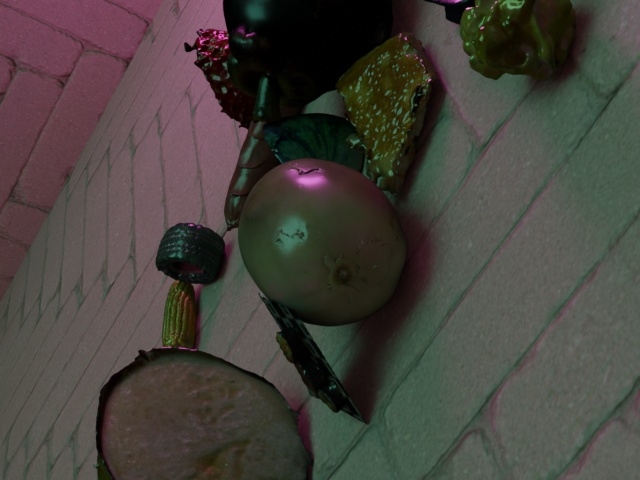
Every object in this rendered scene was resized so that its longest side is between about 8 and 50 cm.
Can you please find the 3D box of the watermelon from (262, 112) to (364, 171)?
[{"bbox_3d":[-0.019,-0.153,1.860,0.128,0.146,0.231,-57,22,20],"label":"watermelon"}]

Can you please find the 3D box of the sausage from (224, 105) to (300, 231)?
[{"bbox_3d":[-0.096,-0.216,2.173,0.088,0.088,0.433,12,79,67],"label":"sausage"}]

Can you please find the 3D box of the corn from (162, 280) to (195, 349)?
[{"bbox_3d":[-0.281,0.156,2.245,0.067,0.067,0.206,-52,25,32],"label":"corn"}]

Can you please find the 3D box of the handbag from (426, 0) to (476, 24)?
[{"bbox_3d":[0.256,-0.469,1.611,0.325,0.118,0.269,-61,23,8],"label":"handbag"}]

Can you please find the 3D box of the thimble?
[{"bbox_3d":[-0.259,0.027,2.246,0.135,0.118,0.090,-15,51,49],"label":"thimble"}]

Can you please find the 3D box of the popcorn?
[{"bbox_3d":[0.248,-0.264,1.404,0.126,0.145,0.125,-117,20,-66],"label":"popcorn"}]

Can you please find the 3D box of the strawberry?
[{"bbox_3d":[-0.137,-0.363,2.280,0.178,0.234,0.233,-27,40,23],"label":"strawberry"}]

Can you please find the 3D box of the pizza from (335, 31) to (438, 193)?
[{"bbox_3d":[0.110,-0.195,1.722,0.189,0.071,0.297,-39,37,26],"label":"pizza"}]

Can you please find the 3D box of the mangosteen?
[{"bbox_3d":[-0.038,-0.376,1.886,0.313,0.296,0.297,-28,-4,-38],"label":"mangosteen"}]

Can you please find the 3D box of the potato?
[{"bbox_3d":[-0.181,0.370,1.702,0.397,0.290,0.296,46,150,27],"label":"potato"}]

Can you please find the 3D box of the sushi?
[{"bbox_3d":[-0.024,0.167,1.525,0.031,0.201,0.139,-36,17,-16],"label":"sushi"}]

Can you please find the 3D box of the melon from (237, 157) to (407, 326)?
[{"bbox_3d":[0.000,0.000,1.587,0.223,0.223,0.317,-63,23,8],"label":"melon"}]
